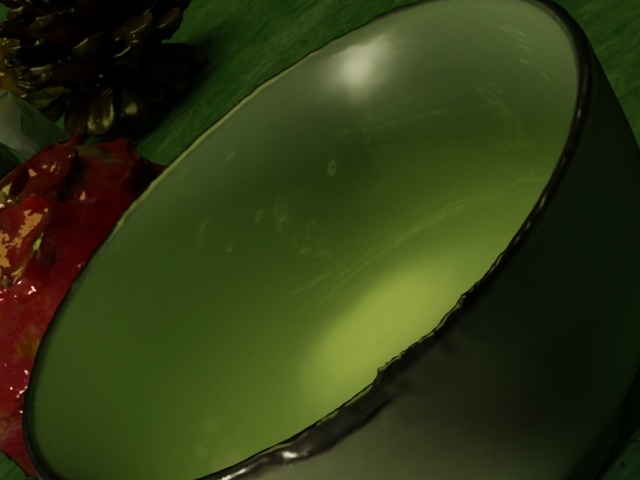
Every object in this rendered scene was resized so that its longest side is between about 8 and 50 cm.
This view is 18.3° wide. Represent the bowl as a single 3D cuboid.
[{"bbox_3d":[0.037,0.054,1.025,0.354,0.185,0.354,-32,27,19],"label":"bowl"}]

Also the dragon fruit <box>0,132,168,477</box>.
[{"bbox_3d":[-0.156,0.021,1.394,0.189,0.163,0.261,7,55,29],"label":"dragon fruit"}]

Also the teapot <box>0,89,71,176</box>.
[{"bbox_3d":[-0.314,-0.036,1.663,0.222,0.178,0.163,5,60,33],"label":"teapot"}]

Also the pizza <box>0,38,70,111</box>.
[{"bbox_3d":[-0.238,-0.236,2.013,0.268,0.087,0.258,-9,37,52],"label":"pizza"}]

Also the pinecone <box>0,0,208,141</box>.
[{"bbox_3d":[-0.200,-0.191,1.768,0.179,0.195,0.150,-43,3,-34],"label":"pinecone"}]
